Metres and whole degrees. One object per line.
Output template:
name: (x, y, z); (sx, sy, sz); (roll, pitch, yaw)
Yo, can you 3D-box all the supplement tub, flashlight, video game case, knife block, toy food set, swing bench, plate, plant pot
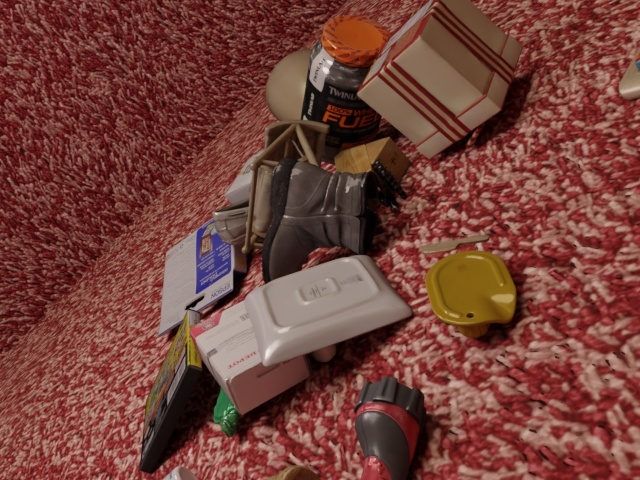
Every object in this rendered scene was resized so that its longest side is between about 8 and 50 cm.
supplement tub: (0.064, -0.370, 1.764); (0.338, 0.207, 0.207); (101, -170, -50)
supplement tub: (-0.277, 0.473, 1.294); (0.107, 0.071, 0.071); (-43, 23, 5)
flashlight: (0.062, 0.324, 0.921); (0.103, 0.103, 0.304); (7, 42, 19)
video game case: (-0.328, 0.323, 1.555); (0.275, 0.035, 0.248); (-63, 19, 16)
knife block: (0.090, -0.117, 1.632); (0.275, 0.088, 0.242); (-7, 44, 55)
toy food set: (0.234, 0.082, 1.107); (0.128, 0.071, 0.218); (-15, 32, 9)
swing bench: (-0.083, -0.127, 1.700); (0.255, 0.165, 0.253); (-84, 4, -54)
plate: (0.000, 0.109, 1.319); (0.278, 0.045, 0.277); (-18, 22, -6)
plant pot: (-0.003, -0.401, 2.105); (0.256, 0.256, 0.274); (-42, 39, 8)

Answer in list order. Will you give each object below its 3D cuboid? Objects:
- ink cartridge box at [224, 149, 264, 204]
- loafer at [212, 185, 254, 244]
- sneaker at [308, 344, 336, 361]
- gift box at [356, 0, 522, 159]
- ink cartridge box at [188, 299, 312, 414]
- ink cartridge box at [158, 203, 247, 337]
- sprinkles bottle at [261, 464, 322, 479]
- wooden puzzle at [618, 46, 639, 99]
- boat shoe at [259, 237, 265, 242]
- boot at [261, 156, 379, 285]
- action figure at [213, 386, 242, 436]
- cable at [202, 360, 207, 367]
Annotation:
ink cartridge box: (-0.171, -0.167, 2.103); (0.127, 0.128, 0.176); (-22, 32, 44)
loafer: (-0.145, -0.105, 1.898); (0.319, 0.111, 0.112); (-34, 26, -26)
sneaker: (-0.011, 0.166, 1.367); (0.094, 0.080, 0.212); (-35, 21, -16)
gift box: (0.260, -0.350, 1.528); (0.276, 0.258, 0.255); (-33, 24, 56)
ink cartridge box: (-0.137, 0.213, 1.358); (0.158, 0.092, 0.218); (-27, 28, -18)
ink cartridge box: (-0.329, 0.093, 1.983); (0.303, 0.072, 0.307); (-32, 46, 28)
sprinkles bottle: (-0.146, 0.445, 1.060); (0.355, 0.121, 0.121); (-31, 27, 29)
wooden puzzle: (0.628, -0.351, 1.178); (0.221, 0.044, 0.239); (-10, 42, 53)
boat shoe: (-0.179, -0.023, 1.975); (0.152, 0.049, 0.056); (-11, 39, 51)
boot: (0.000, 0.000, 1.497); (0.222, 0.338, 0.118); (16, 32, 19)
action figure: (-0.161, 0.295, 1.404); (0.137, 0.063, 0.232); (-31, 23, 26)
cable: (-0.188, 0.212, 1.552); (0.184, 0.047, 0.151); (-39, -20, -38)
